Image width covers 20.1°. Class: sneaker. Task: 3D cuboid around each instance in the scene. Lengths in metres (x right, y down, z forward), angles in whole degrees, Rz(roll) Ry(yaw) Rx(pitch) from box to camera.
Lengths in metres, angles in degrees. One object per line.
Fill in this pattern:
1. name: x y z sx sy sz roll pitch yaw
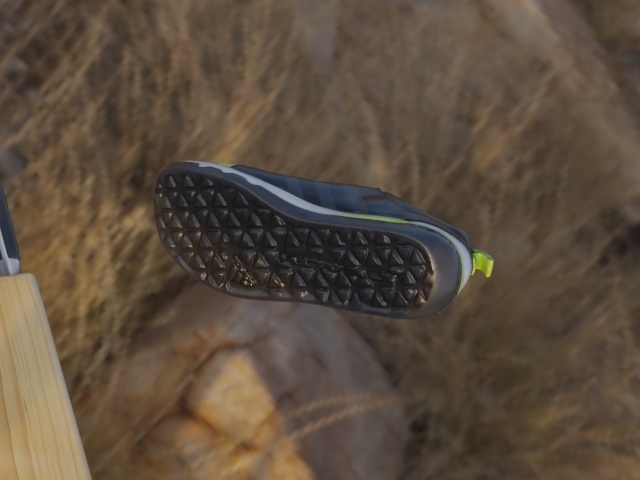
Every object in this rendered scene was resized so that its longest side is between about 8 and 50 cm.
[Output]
1. sneaker: 0.000 0.000 1.223 0.234 0.084 0.097 18 21 19

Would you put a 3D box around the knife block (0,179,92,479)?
1. knife block: -0.145 0.075 0.783 0.275 0.088 0.242 27 56 8
